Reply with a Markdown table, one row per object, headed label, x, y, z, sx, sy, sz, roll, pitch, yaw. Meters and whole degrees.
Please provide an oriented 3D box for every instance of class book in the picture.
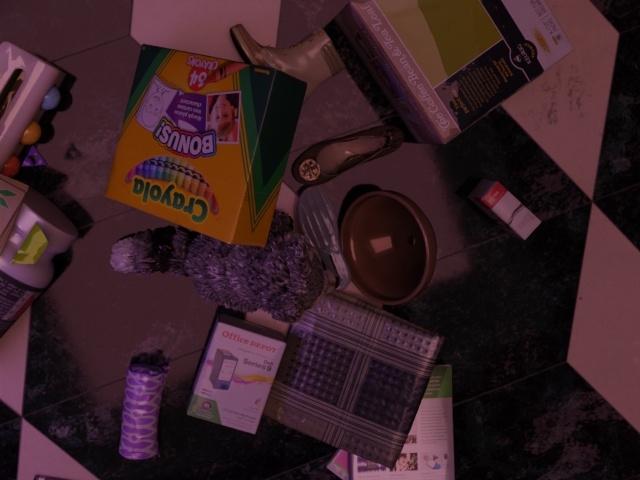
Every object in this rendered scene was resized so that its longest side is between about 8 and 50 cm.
| label | x | y | z | sx | sy | sz | roll | pitch | yaw |
| --- | --- | --- | --- | --- | --- | --- | --- | --- | --- |
| book | 0.093 | 0.476 | 1.773 | 0.096 | 0.035 | 0.144 | 38 | 91 | -7 |

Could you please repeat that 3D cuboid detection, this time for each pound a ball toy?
| label | x | y | z | sx | sy | sz | roll | pitch | yaw |
| --- | --- | --- | --- | --- | --- | --- | --- | --- | --- |
| pound a ball toy | -0.615 | -0.209 | 1.500 | 0.136 | 0.208 | 0.319 | 30 | 92 | -10 |

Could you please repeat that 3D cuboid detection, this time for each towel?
| label | x | y | z | sx | sy | sz | roll | pitch | yaw |
| --- | --- | --- | --- | --- | --- | --- | --- | --- | --- |
| towel | 0.063 | 0.285 | 1.688 | 0.324 | 0.056 | 0.312 | 21 | 95 | 13 |

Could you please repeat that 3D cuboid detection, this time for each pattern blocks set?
| label | x | y | z | sx | sy | sz | roll | pitch | yaw |
| --- | --- | --- | --- | --- | --- | --- | --- | --- | --- |
| pattern blocks set | -0.622 | -0.049 | 1.404 | 0.285 | 0.026 | 0.325 | 39 | 80 | -13 |

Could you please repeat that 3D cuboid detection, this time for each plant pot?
| label | x | y | z | sx | sy | sz | roll | pitch | yaw |
| --- | --- | --- | --- | --- | --- | --- | --- | --- | --- |
| plant pot | 0.161 | 0.009 | 1.655 | 0.110 | 0.237 | 0.237 | -12 | 102 | -46 |

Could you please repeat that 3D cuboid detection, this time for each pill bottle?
| label | x | y | z | sx | sy | sz | roll | pitch | yaw |
| --- | --- | --- | --- | --- | --- | --- | --- | --- | --- |
| pill bottle | -0.655 | 0.071 | 1.530 | 0.210 | 0.210 | 0.363 | 42 | 91 | -11 |

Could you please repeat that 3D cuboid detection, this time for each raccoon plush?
| label | x | y | z | sx | sy | sz | roll | pitch | yaw |
| --- | --- | --- | --- | --- | --- | --- | --- | --- | --- |
| raccoon plush | -0.191 | 0.077 | 1.546 | 0.447 | 0.299 | 0.216 | -11 | 99 | -6 |

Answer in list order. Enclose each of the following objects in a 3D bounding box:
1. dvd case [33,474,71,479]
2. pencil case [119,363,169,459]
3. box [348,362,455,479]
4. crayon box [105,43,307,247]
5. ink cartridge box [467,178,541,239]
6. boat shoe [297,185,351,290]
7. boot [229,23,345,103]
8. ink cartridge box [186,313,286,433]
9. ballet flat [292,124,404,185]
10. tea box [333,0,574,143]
| label | x | y | z | sx | sy | sz | roll | pitch | yaw |
| --- | --- | --- | --- | --- | --- | --- | --- | --- | --- |
| dvd case | -0.522 | 0.604 | 1.715 | 0.221 | 0.018 | 0.164 | 12 | 97 | -10 |
| pencil case | -0.374 | 0.359 | 1.673 | 0.088 | 0.086 | 0.206 | 4 | 99 | -36 |
| box | 0.176 | 0.434 | 1.736 | 0.232 | 0.058 | 0.322 | 0 | 88 | -7 |
| crayon box | -0.227 | -0.186 | 1.496 | 0.106 | 0.363 | 0.313 | 10 | 98 | -54 |
| ink cartridge box | 0.395 | -0.068 | 1.705 | 0.135 | 0.099 | 0.056 | 41 | 91 | -10 |
| boat shoe | 0.000 | 0.000 | 1.675 | 0.083 | 0.076 | 0.226 | -13 | 87 | -12 |
| boot | -0.067 | -0.388 | 1.615 | 0.165 | 0.077 | 0.213 | -40 | 106 | 0 |
| ink cartridge box | -0.178 | 0.281 | 1.681 | 0.154 | 0.093 | 0.212 | 19 | 93 | -9 |
| ballet flat | 0.060 | -0.182 | 1.667 | 0.250 | 0.058 | 0.084 | -19 | 99 | -5 |
| tea box | 0.256 | -0.414 | 1.580 | 0.323 | 0.220 | 0.329 | -35 | 100 | -3 |
